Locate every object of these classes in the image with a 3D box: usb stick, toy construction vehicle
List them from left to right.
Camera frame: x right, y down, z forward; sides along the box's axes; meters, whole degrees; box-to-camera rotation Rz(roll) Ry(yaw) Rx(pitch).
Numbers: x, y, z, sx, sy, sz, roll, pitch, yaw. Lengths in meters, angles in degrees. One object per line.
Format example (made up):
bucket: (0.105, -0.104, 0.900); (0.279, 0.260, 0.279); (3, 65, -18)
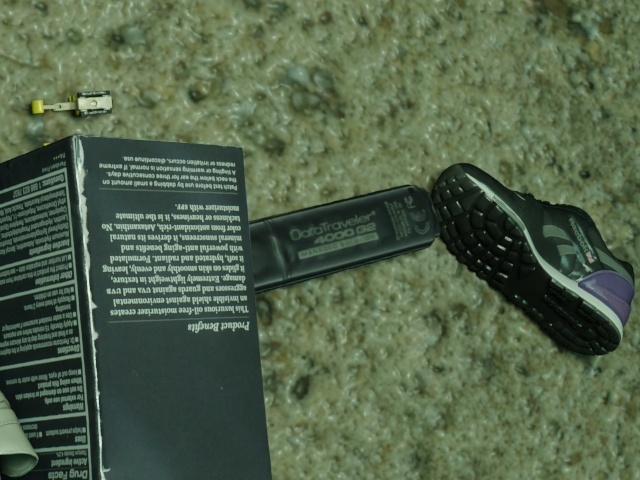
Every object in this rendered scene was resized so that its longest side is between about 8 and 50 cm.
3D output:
toy construction vehicle: (-0.237, -0.105, 1.407); (0.098, 0.035, 0.085); (-9, 96, -24)
usb stick: (0.000, 0.000, 1.492); (0.278, 0.045, 0.077); (-14, 81, -26)

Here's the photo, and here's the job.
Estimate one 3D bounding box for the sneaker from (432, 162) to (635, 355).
sneaker: (0.244, -0.002, 1.591); (0.283, 0.107, 0.124); (44, 52, -17)

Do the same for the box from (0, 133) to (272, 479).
box: (-0.207, 0.084, 1.227); (0.183, 0.296, 0.294); (1, 81, -42)

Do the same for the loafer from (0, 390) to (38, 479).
loafer: (-0.277, 0.164, 1.107); (0.112, 0.112, 0.319); (-5, 73, 3)
